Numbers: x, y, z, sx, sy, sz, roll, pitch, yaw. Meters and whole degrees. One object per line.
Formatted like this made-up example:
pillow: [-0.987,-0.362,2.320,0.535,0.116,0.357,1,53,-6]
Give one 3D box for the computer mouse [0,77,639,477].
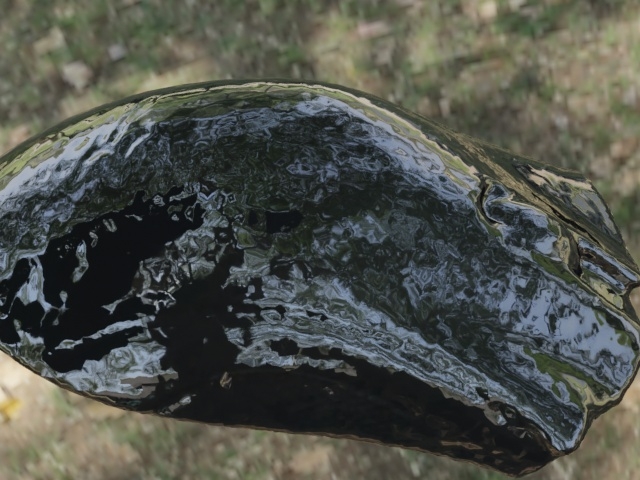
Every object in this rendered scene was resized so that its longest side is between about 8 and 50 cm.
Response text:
computer mouse: [0.000,0.000,0.644,0.264,0.088,0.147,12,41,-7]
